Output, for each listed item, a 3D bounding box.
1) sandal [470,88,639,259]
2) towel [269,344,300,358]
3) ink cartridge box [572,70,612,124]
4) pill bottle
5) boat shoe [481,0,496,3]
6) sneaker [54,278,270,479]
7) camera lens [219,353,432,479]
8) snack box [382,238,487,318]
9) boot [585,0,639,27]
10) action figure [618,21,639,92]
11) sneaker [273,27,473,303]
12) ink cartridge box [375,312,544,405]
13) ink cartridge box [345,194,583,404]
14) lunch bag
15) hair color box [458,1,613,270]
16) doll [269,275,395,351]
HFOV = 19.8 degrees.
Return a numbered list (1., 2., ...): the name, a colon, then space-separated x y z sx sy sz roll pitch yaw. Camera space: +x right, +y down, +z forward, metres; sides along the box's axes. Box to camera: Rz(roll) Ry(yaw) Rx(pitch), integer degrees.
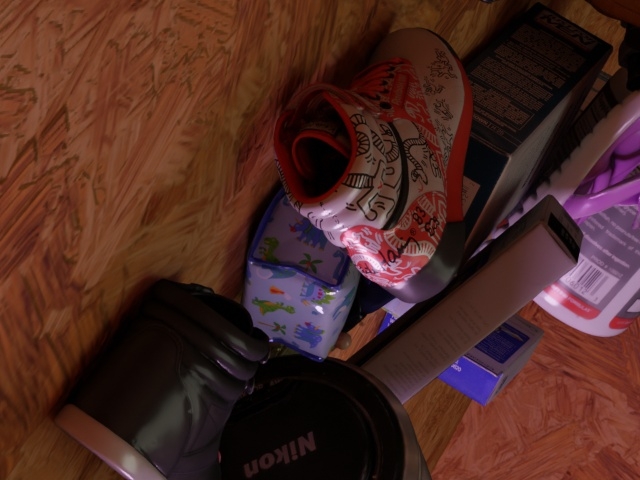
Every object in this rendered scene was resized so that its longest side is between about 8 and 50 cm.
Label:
1. sandal: 0.318 -0.054 1.976 0.169 0.102 0.416 -24 162 -43
2. towel: -0.051 0.123 1.700 0.148 0.027 0.110 -54 168 -27
3. ink cartridge box: 0.339 -0.115 2.412 0.171 0.168 0.232 -64 168 22
4. pill bottle: 0.384 -0.079 2.164 0.363 0.210 0.210 -52 172 23
5. boat shoe: 0.172 -0.286 1.493 0.079 0.084 0.233 -53 169 -33
6. sneaker: -0.089 0.121 1.331 0.147 0.104 0.296 -53 163 -9
7. camera lens: -0.006 0.243 1.597 0.219 0.219 0.274 -55 153 -20
8. snack box: 0.144 -0.001 2.113 0.174 0.070 0.207 -62 170 10
9. boot: 0.375 -0.331 1.925 0.295 0.211 0.104 -54 168 -26
10. action figure: 0.358 -0.292 2.041 0.185 0.099 0.285 107 -14 -51
11. sneaker: 0.038 -0.094 1.371 0.090 0.145 0.270 -28 -138 30
12. ink cartridge box: 0.173 0.124 2.314 0.065 0.165 0.332 -61 168 13
13. ink cartridge box: 0.104 0.099 1.849 0.371 0.069 0.176 -38 -178 14
14. lunch bag: 0.000 0.000 1.469 0.129 0.096 0.151 103 6 -57
15. hair color box: 0.177 -0.106 1.904 0.347 0.105 0.174 -42 162 -56
16. doll: 0.023 0.041 1.566 0.189 0.046 0.129 -28 -147 16
